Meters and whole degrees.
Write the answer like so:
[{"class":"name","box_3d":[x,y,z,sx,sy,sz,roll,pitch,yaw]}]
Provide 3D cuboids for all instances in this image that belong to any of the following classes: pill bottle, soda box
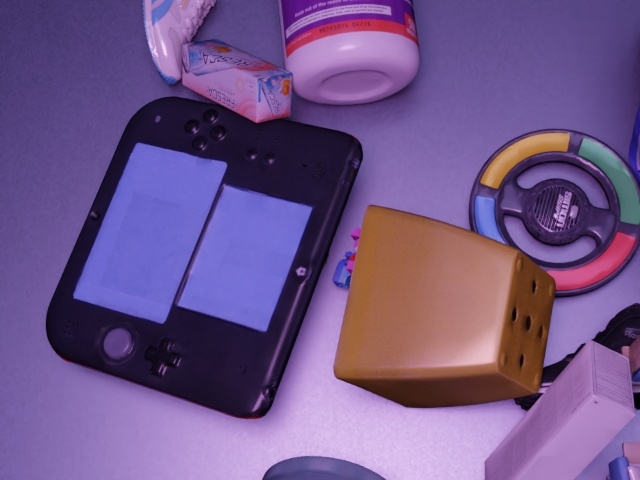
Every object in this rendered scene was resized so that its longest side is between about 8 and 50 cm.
[{"class":"pill bottle","box_3d":[0.029,-0.358,1.537,0.181,0.181,0.323,-7,76,3]},{"class":"soda box","box_3d":[-0.114,-0.215,1.522,0.058,0.063,0.183,-16,31,-36]}]

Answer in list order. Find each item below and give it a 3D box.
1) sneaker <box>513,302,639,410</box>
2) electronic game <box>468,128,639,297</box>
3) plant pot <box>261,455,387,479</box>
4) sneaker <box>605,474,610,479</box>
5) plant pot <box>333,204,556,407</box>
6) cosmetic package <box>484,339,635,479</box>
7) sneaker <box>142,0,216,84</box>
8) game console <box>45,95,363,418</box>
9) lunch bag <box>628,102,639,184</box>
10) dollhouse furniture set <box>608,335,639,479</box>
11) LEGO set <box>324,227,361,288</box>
[{"class":"sneaker","box_3d":[0.373,0.147,1.436,0.283,0.107,0.124,-6,66,-4]},{"class":"electronic game","box_3d":[0.311,-0.038,1.503,0.229,0.048,0.229,-1,75,4]},{"class":"plant pot","box_3d":[-0.002,0.376,1.326,0.293,0.293,0.196,9,50,7]},{"class":"sneaker","box_3d":[0.488,0.407,1.332,0.150,0.135,0.366,-28,76,1]},{"class":"plant pot","box_3d":[0.164,0.092,1.367,0.187,0.212,0.212,4,75,31]},{"class":"cosmetic package","box_3d":[0.275,0.235,1.338,0.060,0.239,0.099,27,35,-7]},{"class":"sneaker","box_3d":[-0.196,-0.330,1.599,0.092,0.087,0.228,0,78,3]},{"class":"game console","box_3d":[-0.156,0.008,1.470,0.342,0.060,0.386,13,75,27]},{"class":"lunch bag","box_3d":[0.500,-0.168,1.377,0.239,0.328,0.385,1,78,10]},{"class":"dollhouse furniture set","box_3d":[0.480,0.236,1.237,0.286,0.198,0.303,0,69,-1]},{"class":"LEGO set","box_3d":[0.000,0.000,1.495,0.227,0.087,0.093,11,69,25]}]
